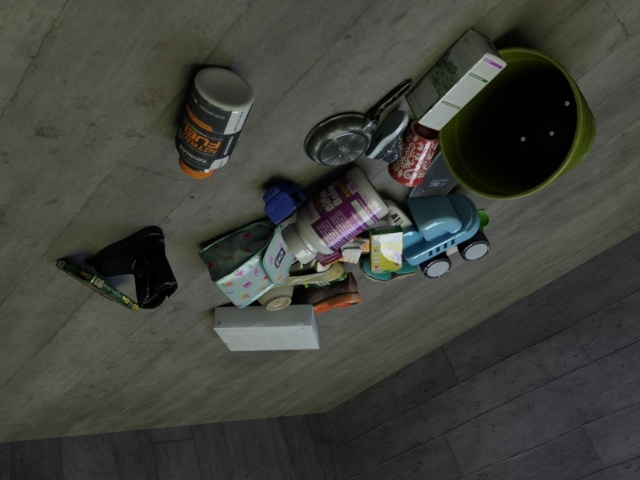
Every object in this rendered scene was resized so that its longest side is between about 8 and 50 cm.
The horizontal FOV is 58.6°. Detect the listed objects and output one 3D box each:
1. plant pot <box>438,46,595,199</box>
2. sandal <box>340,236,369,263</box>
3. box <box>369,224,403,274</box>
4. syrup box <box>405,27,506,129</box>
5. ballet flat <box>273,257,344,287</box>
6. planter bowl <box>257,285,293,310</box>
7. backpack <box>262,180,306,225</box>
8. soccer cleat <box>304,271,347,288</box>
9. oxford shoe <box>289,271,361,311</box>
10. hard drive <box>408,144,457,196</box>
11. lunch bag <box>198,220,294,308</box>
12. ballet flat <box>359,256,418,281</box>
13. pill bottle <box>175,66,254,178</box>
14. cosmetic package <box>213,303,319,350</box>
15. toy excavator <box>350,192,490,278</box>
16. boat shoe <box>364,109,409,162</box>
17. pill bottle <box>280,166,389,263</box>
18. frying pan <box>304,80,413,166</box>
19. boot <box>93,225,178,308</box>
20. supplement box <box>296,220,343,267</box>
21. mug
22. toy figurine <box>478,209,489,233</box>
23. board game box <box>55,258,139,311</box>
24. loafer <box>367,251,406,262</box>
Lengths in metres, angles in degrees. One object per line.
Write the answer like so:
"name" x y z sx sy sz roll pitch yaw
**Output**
"plant pot" 0.566 -0.298 1.529 0.352 0.367 0.366 -7 151 -48
"sandal" 0.141 0.038 2.028 0.265 0.076 0.102 -3 152 -7
"box" 0.210 0.035 1.837 0.105 0.043 0.179 -6 129 -3
"syrup box" 0.332 -0.395 1.418 0.096 0.093 0.237 7 141 -41
"ballet flat" -0.061 0.093 2.001 0.348 0.123 0.123 -7 149 -25
"planter bowl" -0.167 0.189 2.091 0.161 0.109 0.162 -17 151 -9
"backpack" -0.098 -0.116 1.615 0.098 0.101 0.120 -31 -177 26
"soccer cleat" 0.017 0.145 2.143 0.178 0.060 0.072 -5 130 17
"oxford shoe" -0.003 0.212 2.248 0.363 0.133 0.130 -16 166 31
"hard drive" 0.387 -0.234 1.782 0.171 0.054 0.255 -6 149 -27
"lunch bag" -0.210 0.064 1.796 0.262 0.160 0.223 -32 148 -5
"ballet flat" 0.255 0.123 2.277 0.315 0.108 0.106 3 157 -37
"pill bottle" -0.242 -0.245 1.252 0.130 0.131 0.246 -3 147 -30
"cosmetic package" -0.202 0.348 2.246 0.376 0.098 0.284 -2 154 4
"toy excavator" 0.297 -0.063 1.911 0.432 0.222 0.445 -28 138 14
"boat shoe" 0.202 -0.281 1.553 0.083 0.065 0.183 12 147 -26
"pill bottle" 0.037 -0.066 1.678 0.301 0.169 0.169 -37 150 9
"frying pan" 0.113 -0.285 1.519 0.326 0.053 0.197 -22 153 8
"boot" -0.519 0.101 1.590 0.246 0.207 0.094 -28 152 14
"supplement box" 0.000 0.000 1.876 0.080 0.104 0.188 -26 152 8
"mug" 0.274 -0.265 1.630 0.113 0.150 0.169 20 140 1
"toy figurine" 0.560 -0.030 2.236 0.173 0.130 0.159 -38 172 -20
"board game box" -0.644 0.136 1.669 0.030 0.136 0.260 -61 157 -17
"loafer" 0.266 0.049 2.187 0.219 0.080 0.078 7 151 -34
